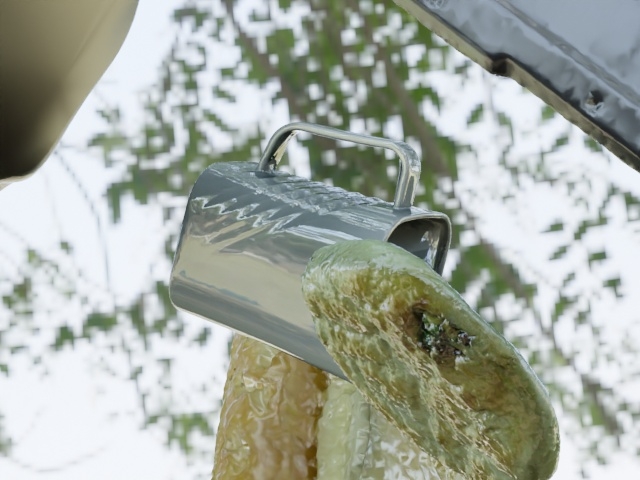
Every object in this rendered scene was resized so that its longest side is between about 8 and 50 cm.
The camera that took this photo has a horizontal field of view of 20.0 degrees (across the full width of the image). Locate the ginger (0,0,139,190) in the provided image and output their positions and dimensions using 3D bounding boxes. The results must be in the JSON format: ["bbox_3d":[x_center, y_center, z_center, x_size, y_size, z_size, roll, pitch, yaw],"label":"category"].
[{"bbox_3d":[-0.266,-0.166,0.985,0.358,0.211,0.413,-36,-28,-52],"label":"ginger"}]

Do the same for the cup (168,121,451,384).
[{"bbox_3d":[0.000,0.000,0.985,0.129,0.128,0.095,19,12,24],"label":"cup"}]

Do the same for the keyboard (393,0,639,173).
[{"bbox_3d":[0.100,-0.067,0.470,0.106,0.262,0.016,-52,-31,7],"label":"keyboard"}]

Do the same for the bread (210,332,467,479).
[{"bbox_3d":[0.023,0.218,1.225,0.165,0.375,0.236,-16,-57,17],"label":"bread"}]

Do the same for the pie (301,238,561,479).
[{"bbox_3d":[0.029,0.034,0.470,0.017,0.085,0.085,-44,0,-22],"label":"pie"}]
